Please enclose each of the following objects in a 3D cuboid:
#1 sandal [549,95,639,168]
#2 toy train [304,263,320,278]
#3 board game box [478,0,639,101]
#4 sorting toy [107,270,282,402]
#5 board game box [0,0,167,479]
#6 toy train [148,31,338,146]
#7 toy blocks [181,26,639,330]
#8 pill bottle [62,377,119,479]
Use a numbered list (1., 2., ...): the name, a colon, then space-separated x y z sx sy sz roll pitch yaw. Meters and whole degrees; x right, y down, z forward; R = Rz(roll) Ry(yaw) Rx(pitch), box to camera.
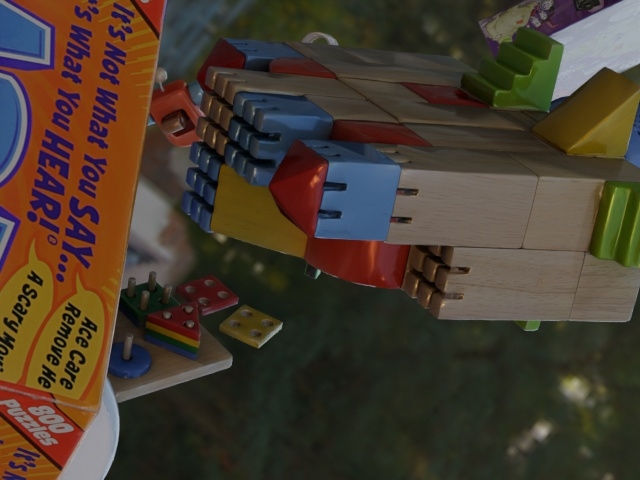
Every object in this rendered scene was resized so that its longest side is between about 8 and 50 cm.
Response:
1. sandal: 0.315 -0.091 1.711 0.317 0.126 0.138 1 144 -43
2. toy train: 0.000 0.000 1.792 0.024 0.017 0.083 -52 160 -49
3. board game box: 0.278 -0.213 1.979 0.208 0.056 0.347 -21 171 8
4. sorting toy: -0.164 0.081 1.852 0.274 0.132 0.046 -15 131 -35
5. board game box: -0.331 -0.005 1.261 0.356 0.356 0.356 123 -23 -52
6. toy train: -0.053 -0.093 1.511 0.166 0.125 0.046 -18 -142 12
7. toy blocks: 0.034 -0.048 1.290 0.381 0.260 0.191 41 -56 57
8. pill bottle: -0.261 0.151 1.633 0.169 0.169 0.301 -52 -167 -9
